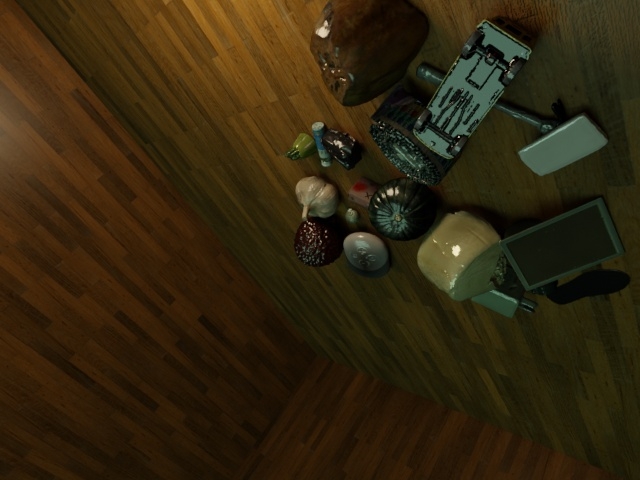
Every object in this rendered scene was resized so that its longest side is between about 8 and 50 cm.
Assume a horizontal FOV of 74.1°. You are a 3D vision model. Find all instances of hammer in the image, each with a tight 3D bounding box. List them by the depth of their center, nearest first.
[{"bbox_3d":[0.450,-0.378,1.161,0.427,0.044,0.152,30,151,19],"label":"hammer"}]

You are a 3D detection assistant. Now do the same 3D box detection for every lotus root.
[{"bbox_3d":[0.092,-0.538,1.191,0.316,0.250,0.316,40,162,16],"label":"lotus root"}]

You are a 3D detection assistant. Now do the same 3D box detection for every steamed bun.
[{"bbox_3d":[0.496,0.038,1.506,0.290,0.274,0.272,35,145,54],"label":"steamed bun"}]

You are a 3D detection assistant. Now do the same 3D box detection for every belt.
[{"bbox_3d":[0.299,-0.320,1.325,0.295,0.160,0.207,42,171,-2],"label":"belt"}]

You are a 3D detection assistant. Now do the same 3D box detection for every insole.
[{"bbox_3d":[0.908,0.164,1.458,0.109,0.007,0.322,39,154,4],"label":"insole"}]

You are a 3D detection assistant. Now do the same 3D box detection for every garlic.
[{"bbox_3d":[-0.038,-0.171,1.924,0.219,0.212,0.218,25,147,18],"label":"garlic"}]

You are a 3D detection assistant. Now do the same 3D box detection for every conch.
[{"bbox_3d":[0.143,-0.109,1.966,0.076,0.057,0.085,37,156,34],"label":"conch"}]

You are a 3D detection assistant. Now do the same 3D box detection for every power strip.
[{"bbox_3d":[0.713,0.195,1.611,0.224,0.140,0.139,25,150,25],"label":"power strip"}]

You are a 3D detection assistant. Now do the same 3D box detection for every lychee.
[{"bbox_3d":[0.000,0.000,2.114,0.264,0.300,0.264,31,-163,-11],"label":"lychee"}]

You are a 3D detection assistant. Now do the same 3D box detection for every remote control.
[{"bbox_3d":[0.227,0.077,2.077,0.221,0.103,0.332,9,145,21],"label":"remote control"}]

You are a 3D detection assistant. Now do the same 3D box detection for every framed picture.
[{"bbox_3d":[0.724,0.018,1.279,0.296,0.019,0.232,-27,117,23],"label":"framed picture"}]

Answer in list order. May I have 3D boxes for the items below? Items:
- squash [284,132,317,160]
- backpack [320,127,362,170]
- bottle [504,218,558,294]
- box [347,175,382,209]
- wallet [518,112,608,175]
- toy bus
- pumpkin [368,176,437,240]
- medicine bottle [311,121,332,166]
[{"bbox_3d":[-0.088,-0.369,1.763,0.105,0.132,0.105,31,151,20],"label":"squash"},{"bbox_3d":[0.080,-0.357,1.601,0.165,0.106,0.120,46,180,24],"label":"backpack"},{"bbox_3d":[0.716,0.062,1.407,0.156,0.143,0.271,-24,118,18],"label":"bottle"},{"bbox_3d":[0.198,-0.183,1.714,0.156,0.111,0.060,27,151,20],"label":"box"},{"bbox_3d":[0.624,-0.243,1.098,0.124,0.031,0.183,32,142,-22],"label":"wallet"},{"bbox_3d":[0.380,-0.373,1.068,0.145,0.151,0.331,38,139,8],"label":"toy bus"},{"bbox_3d":[0.302,-0.119,1.570,0.250,0.216,0.249,0,118,1],"label":"pumpkin"},{"bbox_3d":[0.009,-0.385,1.706,0.051,0.051,0.191,22,148,31],"label":"medicine bottle"}]
